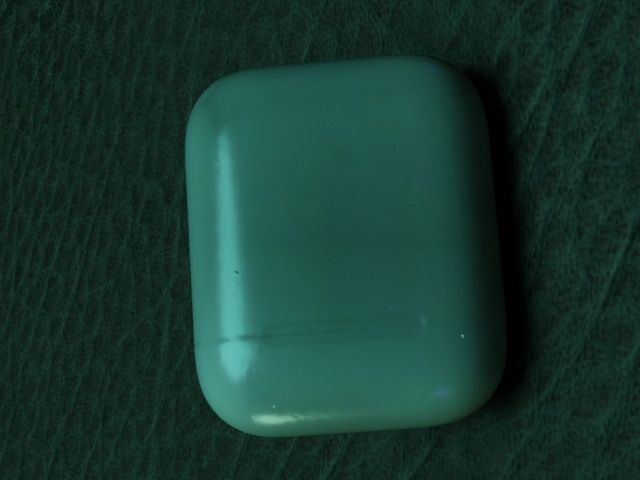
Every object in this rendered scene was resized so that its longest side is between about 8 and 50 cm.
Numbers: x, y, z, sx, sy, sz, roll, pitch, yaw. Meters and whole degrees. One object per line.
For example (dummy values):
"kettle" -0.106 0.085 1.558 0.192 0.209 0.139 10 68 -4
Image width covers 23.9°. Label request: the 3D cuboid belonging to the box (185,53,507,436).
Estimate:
"box" 0.021 0.003 1.403 0.141 0.289 0.349 65 -159 -81
